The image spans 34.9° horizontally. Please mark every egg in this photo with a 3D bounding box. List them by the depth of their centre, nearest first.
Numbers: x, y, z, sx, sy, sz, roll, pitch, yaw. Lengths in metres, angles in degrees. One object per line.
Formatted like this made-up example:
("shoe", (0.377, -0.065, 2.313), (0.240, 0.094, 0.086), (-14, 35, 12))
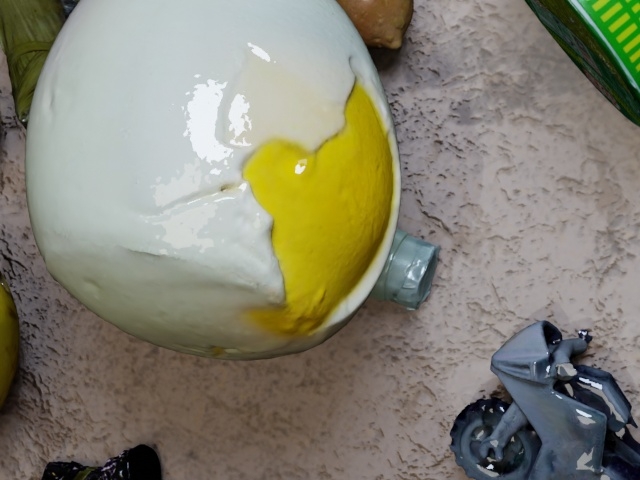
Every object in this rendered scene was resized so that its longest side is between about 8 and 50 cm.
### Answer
("egg", (-0.082, -0.076, 0.789), (0.283, 0.283, 0.344), (-11, 67, 20))

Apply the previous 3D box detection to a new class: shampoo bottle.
("shampoo bottle", (0.000, 0.000, 0.922), (0.213, 0.049, 0.072), (17, 85, 16))

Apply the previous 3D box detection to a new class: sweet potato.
("sweet potato", (-0.026, -0.268, 0.889), (0.292, 0.097, 0.097), (40, 106, 20))

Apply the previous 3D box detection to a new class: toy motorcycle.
("toy motorcycle", (0.240, 0.151, 0.829), (0.271, 0.106, 0.159), (7, 103, 22))

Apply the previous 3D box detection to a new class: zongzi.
("zongzi", (-0.261, -0.174, 0.912), (0.094, 0.204, 0.204), (-35, 83, 17))

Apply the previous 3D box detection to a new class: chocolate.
("chocolate", (-0.233, 0.247, 1.021), (0.147, 0.070, 0.072), (-19, 61, 19))

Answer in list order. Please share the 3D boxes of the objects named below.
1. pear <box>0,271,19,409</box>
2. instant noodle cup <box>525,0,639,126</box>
("pear", (-0.426, 0.101, 0.968), (0.281, 0.281, 0.280), (2, 96, 19))
("instant noodle cup", (0.268, -0.230, 0.739), (0.233, 0.207, 0.207), (-38, 83, 12))
